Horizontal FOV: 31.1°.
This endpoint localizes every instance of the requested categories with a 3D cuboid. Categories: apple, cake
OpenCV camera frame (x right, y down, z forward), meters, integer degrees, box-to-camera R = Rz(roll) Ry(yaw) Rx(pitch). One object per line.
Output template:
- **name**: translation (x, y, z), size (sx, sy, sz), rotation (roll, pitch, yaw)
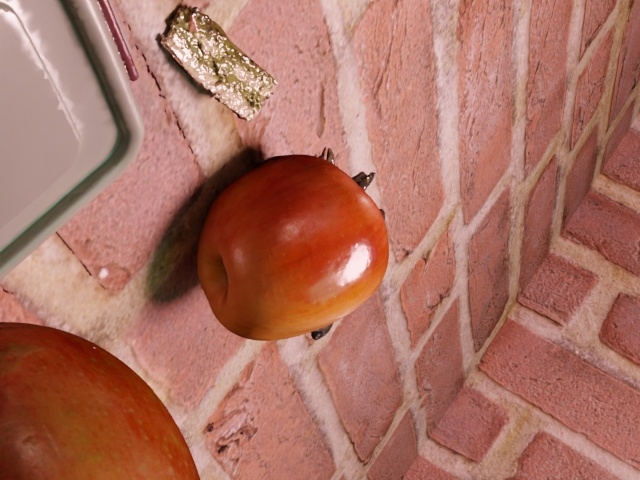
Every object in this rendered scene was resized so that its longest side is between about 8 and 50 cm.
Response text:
- **apple**: translation (-0.225, 0.226, 0.828), size (0.319, 0.277, 0.319), rotation (-47, 155, -31)
- **cake**: translation (-0.085, -0.149, 0.979), size (0.051, 0.055, 0.140), rotation (-53, 158, -1)
- **apple**: translation (-0.033, 0.013, 1.146), size (0.199, 0.199, 0.199), rotation (-49, 157, -29)

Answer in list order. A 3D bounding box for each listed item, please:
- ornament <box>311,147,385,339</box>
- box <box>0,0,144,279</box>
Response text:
- **ornament**: translation (0.000, 0.000, 1.351), size (0.202, 0.080, 0.236), rotation (-58, 163, -14)
- **box**: translation (-0.244, -0.048, 0.515), size (0.294, 0.167, 0.193), rotation (-43, 154, -16)
